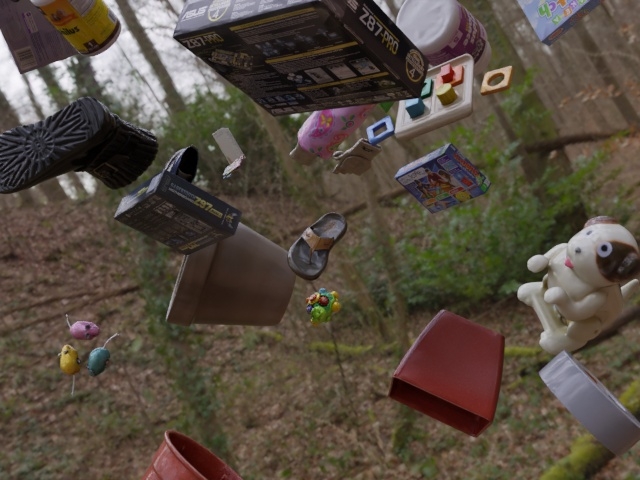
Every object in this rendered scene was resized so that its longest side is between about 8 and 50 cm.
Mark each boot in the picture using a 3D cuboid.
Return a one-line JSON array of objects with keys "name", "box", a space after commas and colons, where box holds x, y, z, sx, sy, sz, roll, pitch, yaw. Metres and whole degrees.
[{"name": "boot", "box": [-0.568, -0.183, 1.697, 0.348, 0.131, 0.260, -22, -14, 9]}, {"name": "boot", "box": [-0.350, -0.128, 1.721, 0.106, 0.082, 0.219, -25, 41, 62]}]

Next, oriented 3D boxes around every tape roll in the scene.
[{"name": "tape roll", "box": [0.539, 0.320, 1.467, 0.072, 0.219, 0.219, -46, -5, 11]}]

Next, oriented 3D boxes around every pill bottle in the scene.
[{"name": "pill bottle", "box": [-0.528, -0.500, 1.559, 0.117, 0.117, 0.215, -32, -41, 7]}, {"name": "pill bottle", "box": [0.341, -0.537, 1.959, 0.169, 0.169, 0.301, -32, -24, 27]}]

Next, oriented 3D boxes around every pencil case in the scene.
[{"name": "pencil case", "box": [0.061, -0.339, 1.971, 0.284, 0.124, 0.124, -45, -9, 31]}]

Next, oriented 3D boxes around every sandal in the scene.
[{"name": "sandal", "box": [0.000, 0.000, 1.603, 0.219, 0.090, 0.060, -49, -15, -41]}]

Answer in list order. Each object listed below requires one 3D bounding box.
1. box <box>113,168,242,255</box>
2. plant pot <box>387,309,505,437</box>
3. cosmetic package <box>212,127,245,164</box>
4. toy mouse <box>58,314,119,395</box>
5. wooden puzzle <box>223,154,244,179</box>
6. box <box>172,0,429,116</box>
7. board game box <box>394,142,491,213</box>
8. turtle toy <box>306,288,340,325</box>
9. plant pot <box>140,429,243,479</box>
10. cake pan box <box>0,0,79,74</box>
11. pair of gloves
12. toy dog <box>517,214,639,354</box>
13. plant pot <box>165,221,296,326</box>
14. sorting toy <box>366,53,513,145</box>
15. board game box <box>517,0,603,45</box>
[{"name": "box", "box": [-0.294, -0.051, 1.505, 0.232, 0.183, 0.059, -19, 46, 54]}, {"name": "plant pot", "box": [0.354, 0.343, 1.967, 0.236, 0.267, 0.267, -62, -12, -19]}, {"name": "cosmetic package", "box": [-0.293, -0.301, 2.363, 0.041, 0.115, 0.060, -31, -3, 17]}, {"name": "toy mouse", "box": [-0.466, 0.213, 1.472, 0.143, 0.161, 0.031, -22, -13, 18]}, {"name": "wooden puzzle", "box": [-0.190, -0.159, 1.603, 0.049, 0.006, 0.083, -34, 23, 19]}, {"name": "box", "box": [-0.040, -0.365, 1.416, 0.395, 0.097, 0.318, 2, -19, 42]}, {"name": "board game box", "box": [0.279, -0.139, 1.706, 0.035, 0.136, 0.201, -56, 16, -26]}, {"name": "turtle toy", "box": [0.000, 0.179, 1.971, 0.095, 0.066, 0.130, -37, 27, 17]}, {"name": "plant pot", "box": [-0.316, 0.609, 1.623, 0.265, 0.272, 0.272, -52, 0, -7]}, {"name": "cake pan box", "box": [-0.666, -0.560, 1.800, 0.245, 0.070, 0.267, -26, -43, -17]}, {"name": "pair of gloves", "box": [0.042, -0.269, 2.178, 0.204, 0.240, 0.042, 123, 162, -59]}, {"name": "toy dog", "box": [0.836, 0.124, 2.273, 0.395, 0.285, 0.408, -2, -41, -2]}, {"name": "plant pot", "box": [-0.220, 0.094, 1.904, 0.323, 0.280, 0.323, -162, 90, -78]}, {"name": "sorting toy", "box": [0.243, -0.319, 1.596, 0.347, 0.047, 0.196, -18, 42, 29]}, {"name": "board game box", "box": [0.441, -0.501, 1.391, 0.039, 0.211, 0.160, 4, -34, -44]}]
